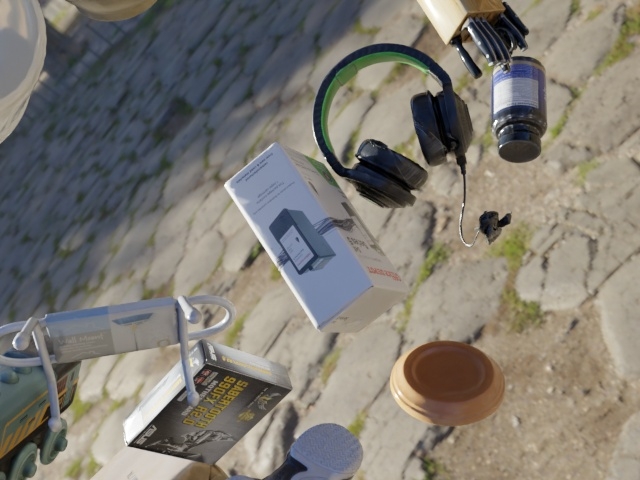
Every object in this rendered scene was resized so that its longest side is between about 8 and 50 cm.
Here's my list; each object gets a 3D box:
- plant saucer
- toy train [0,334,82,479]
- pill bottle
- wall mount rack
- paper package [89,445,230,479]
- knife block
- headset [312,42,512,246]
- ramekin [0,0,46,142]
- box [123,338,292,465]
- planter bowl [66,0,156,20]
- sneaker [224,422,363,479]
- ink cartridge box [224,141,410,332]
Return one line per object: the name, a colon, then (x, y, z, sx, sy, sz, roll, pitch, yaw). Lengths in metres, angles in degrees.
plant saucer: (0.221, 0.238, 1.570, 0.200, 0.037, 0.200, -1, 35, 1)
toy train: (-0.473, 0.270, 1.339, 0.334, 0.142, 0.190, -45, -27, -70)
pill bottle: (0.438, -0.287, 1.999, 0.123, 0.123, 0.219, -25, 51, 46)
wall mount rack: (-0.275, 0.142, 1.211, 0.304, 0.350, 0.130, 99, 158, -55)
paper package: (-0.342, 0.539, 1.783, 0.309, 0.168, 0.325, -42, 19, -18)
knife block: (0.252, -0.422, 1.662, 0.088, 0.276, 0.242, -55, 12, 50)
headset: (0.151, -0.149, 1.464, 0.243, 0.394, 0.185, -41, -10, 5)
ramekin: (-0.460, -0.235, 1.060, 0.135, 0.277, 0.277, -20, 39, 54)
box: (-0.189, 0.275, 1.506, 0.231, 0.183, 0.056, -45, 41, 23)
planter bowl: (-0.217, -0.292, 0.911, 0.109, 0.162, 0.162, 85, -157, -55)
sneaker: (-0.060, 0.344, 1.109, 0.269, 0.101, 0.153, -28, -34, -37)
ink cartridge box: (0.000, 0.000, 1.405, 0.115, 0.272, 0.198, -38, -17, 14)
